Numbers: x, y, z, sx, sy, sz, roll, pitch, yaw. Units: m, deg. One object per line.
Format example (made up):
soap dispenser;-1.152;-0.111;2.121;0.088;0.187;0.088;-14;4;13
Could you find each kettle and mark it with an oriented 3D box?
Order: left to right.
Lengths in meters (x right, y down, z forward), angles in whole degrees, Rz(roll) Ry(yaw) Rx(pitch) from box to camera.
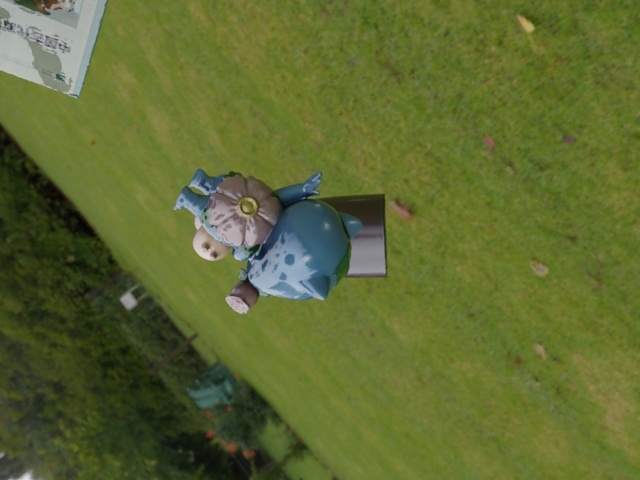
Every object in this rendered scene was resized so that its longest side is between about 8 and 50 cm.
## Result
kettle;0.000;0.000;1.310;0.202;0.232;0.144;71;-161;-70

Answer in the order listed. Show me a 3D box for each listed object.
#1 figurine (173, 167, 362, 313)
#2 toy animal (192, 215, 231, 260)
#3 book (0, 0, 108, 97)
figurine;-0.058;-0.003;0.747;0.178;0.114;0.144;29;138;-9
toy animal;-0.191;-0.020;1.319;0.150;0.089;0.083;-103;22;-54
book;-0.375;-0.304;0.933;0.215;0.025;0.283;20;145;-15
